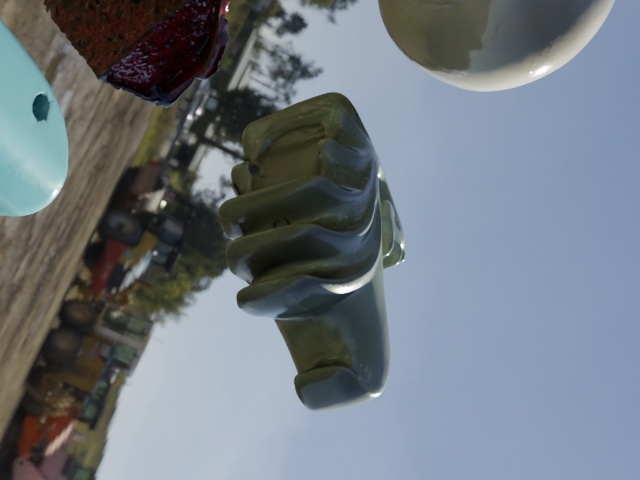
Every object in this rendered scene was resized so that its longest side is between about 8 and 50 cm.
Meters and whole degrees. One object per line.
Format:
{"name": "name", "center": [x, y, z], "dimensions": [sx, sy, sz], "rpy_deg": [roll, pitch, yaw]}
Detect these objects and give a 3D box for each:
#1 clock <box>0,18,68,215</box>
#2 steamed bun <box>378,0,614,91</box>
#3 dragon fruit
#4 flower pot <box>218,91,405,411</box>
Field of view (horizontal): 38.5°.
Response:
{"name": "clock", "center": [-0.174, 0.028, 0.222], "dimensions": [0.223, 0.094, 0.274], "rpy_deg": [59, 41, -64]}
{"name": "steamed bun", "center": [0.232, -0.340, 1.191], "dimensions": [0.324, 0.206, 0.324], "rpy_deg": [-18, -130, 22]}
{"name": "dragon fruit", "center": [-0.158, -0.217, 0.875], "dimensions": [0.161, 0.127, 0.120], "rpy_deg": [-35, 169, 16]}
{"name": "flower pot", "center": [0.000, 0.000, 1.096], "dimensions": [0.165, 0.254, 0.367], "rpy_deg": [-16, -148, 18]}
